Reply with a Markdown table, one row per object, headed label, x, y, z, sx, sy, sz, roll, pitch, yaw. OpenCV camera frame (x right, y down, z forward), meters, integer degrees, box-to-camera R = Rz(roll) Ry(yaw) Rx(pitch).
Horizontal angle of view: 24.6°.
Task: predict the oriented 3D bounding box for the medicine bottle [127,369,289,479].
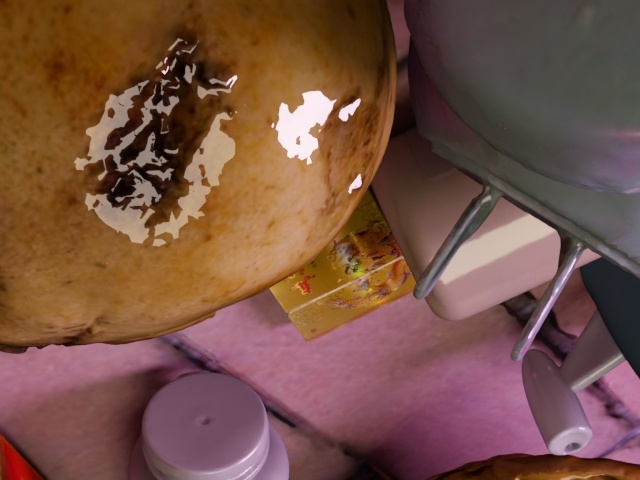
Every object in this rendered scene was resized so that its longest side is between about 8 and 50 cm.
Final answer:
| label | x | y | z | sx | sy | sz | roll | pitch | yaw |
| --- | --- | --- | --- | --- | --- | --- | --- | --- | --- |
| medicine bottle | -0.074 | 0.178 | 0.990 | 0.107 | 0.107 | 0.191 | -11 | 138 | -11 |

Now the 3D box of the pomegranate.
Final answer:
| label | x | y | z | sx | sy | sz | roll | pitch | yaw |
| --- | --- | --- | --- | --- | --- | --- | --- | --- | --- |
| pomegranate | -0.093 | -0.073 | 0.617 | 0.260 | 0.260 | 0.260 | -11 | 138 | -10 |

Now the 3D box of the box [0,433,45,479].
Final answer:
| label | x | y | z | sx | sy | sz | roll | pitch | yaw |
| --- | --- | --- | --- | --- | --- | --- | --- | --- | --- |
| box | -0.246 | 0.273 | 1.038 | 0.197 | 0.089 | 0.313 | -21 | 140 | 3 |

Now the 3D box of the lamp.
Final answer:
| label | x | y | z | sx | sy | sz | roll | pitch | yaw |
| --- | --- | --- | --- | --- | --- | --- | --- | --- | --- |
| lamp | 0.122 | -0.066 | 0.629 | 0.247 | 0.247 | 0.301 | -61 | 167 | 2 |

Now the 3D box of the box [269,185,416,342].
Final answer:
| label | x | y | z | sx | sy | sz | roll | pitch | yaw |
| --- | --- | --- | --- | --- | --- | --- | --- | --- | --- |
| box | 0.000 | 0.000 | 0.892 | 0.089 | 0.022 | 0.156 | -24 | 139 | 5 |

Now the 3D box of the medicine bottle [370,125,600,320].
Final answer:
| label | x | y | z | sx | sy | sz | roll | pitch | yaw |
| --- | --- | --- | --- | --- | --- | --- | --- | --- | --- |
| medicine bottle | 0.158 | -0.052 | 0.831 | 0.252 | 0.114 | 0.114 | -25 | 139 | 5 |

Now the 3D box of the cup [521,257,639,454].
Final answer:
| label | x | y | z | sx | sy | sz | roll | pitch | yaw |
| --- | --- | --- | --- | --- | --- | --- | --- | --- | --- |
| cup | 0.275 | 0.057 | 0.952 | 0.300 | 0.173 | 0.167 | -31 | 139 | 11 |

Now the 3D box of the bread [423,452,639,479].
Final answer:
| label | x | y | z | sx | sy | sz | roll | pitch | yaw |
| --- | --- | --- | --- | --- | --- | --- | --- | --- | --- |
| bread | 0.186 | 0.306 | 1.087 | 0.337 | 0.204 | 0.358 | -18 | 134 | 43 |
